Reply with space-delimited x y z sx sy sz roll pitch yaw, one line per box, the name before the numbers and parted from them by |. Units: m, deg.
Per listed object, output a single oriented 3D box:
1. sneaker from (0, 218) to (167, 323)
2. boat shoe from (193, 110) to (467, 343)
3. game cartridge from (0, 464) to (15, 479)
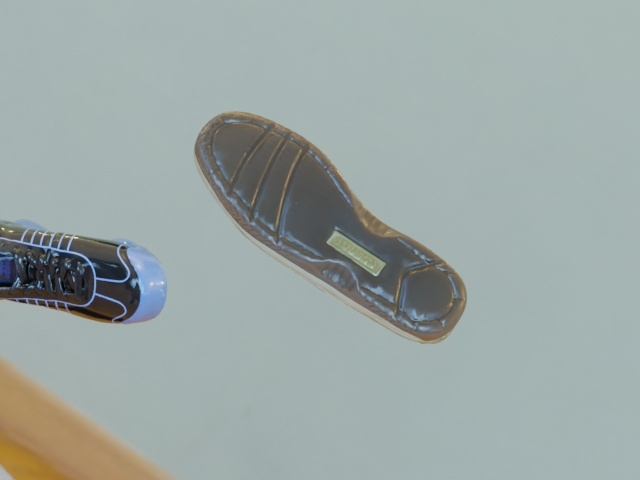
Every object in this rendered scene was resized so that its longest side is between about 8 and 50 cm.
sneaker | -0.242 0.030 1.556 0.232 0.081 0.090 12 13 39
boat shoe | 0.000 0.000 1.044 0.190 0.068 0.072 42 -14 6
game cartridge | -0.388 0.261 1.837 0.230 0.068 0.355 14 -33 48
